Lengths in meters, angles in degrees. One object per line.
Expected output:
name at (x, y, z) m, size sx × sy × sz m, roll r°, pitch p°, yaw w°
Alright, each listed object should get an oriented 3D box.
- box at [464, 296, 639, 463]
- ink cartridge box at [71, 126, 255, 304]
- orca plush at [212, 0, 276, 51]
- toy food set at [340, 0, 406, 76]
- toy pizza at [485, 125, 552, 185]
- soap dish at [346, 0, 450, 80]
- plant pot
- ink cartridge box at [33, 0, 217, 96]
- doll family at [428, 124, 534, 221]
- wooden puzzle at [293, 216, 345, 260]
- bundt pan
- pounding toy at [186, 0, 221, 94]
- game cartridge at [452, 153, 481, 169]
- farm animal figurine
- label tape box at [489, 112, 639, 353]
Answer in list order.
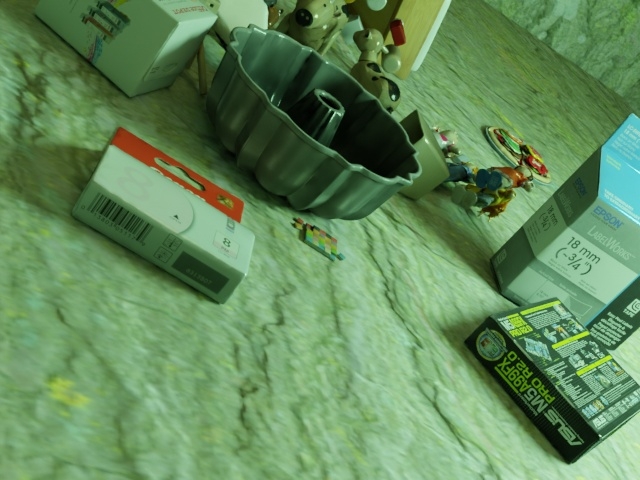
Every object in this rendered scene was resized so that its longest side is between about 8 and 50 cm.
box at (0.348, 0.189, 1.353) m, size 0.216 × 0.060 × 0.270 m, roll 49°, pitch 26°, yaw 20°
ink cartridge box at (-0.160, -0.052, 1.057) m, size 0.189 × 0.066 × 0.232 m, roll 32°, pitch 30°, yaw -16°
orca plush at (-0.171, -0.409, 1.500) m, size 0.151 × 0.102 × 0.287 m, roll -33°, pitch 92°, yaw -27°
toy food set at (0.105, -0.410, 1.840) m, size 0.104 × 0.111 × 0.232 m, roll -82°, pitch 152°, yaw -63°
toy pizza at (0.468, -0.205, 2.197) m, size 0.201 × 0.032 × 0.201 m, roll 31°, pitch 27°, yaw -18°
soap dish at (0.154, -0.535, 2.102) m, size 0.118 × 0.229 × 0.291 m, roll 1°, pitch 43°, yaw -30°
plant pot at (0.155, -0.134, 1.576) m, size 0.096 × 0.109 × 0.109 m, roll 42°, pitch 22°, yaw -25°
ink cartridge box at (-0.254, -0.298, 1.245) m, size 0.176 × 0.127 × 0.128 m, roll 42°, pitch 25°, yaw 2°
doll family at (0.262, -0.114, 1.705) m, size 0.263 × 0.118 × 0.163 m, roll 34°, pitch 25°, yaw 32°
wooden puzzle at (0.000, 0.000, 1.246) m, size 0.083 × 0.006 × 0.049 m, roll 33°, pitch 26°, yaw -15°
bundt pan at (-0.021, -0.152, 1.330) m, size 0.331 × 0.124 × 0.331 m, roll 31°, pitch 27°, yaw -17°
pounding toy at (-0.196, -0.309, 1.362) m, size 0.100 × 0.130 × 0.141 m, roll 16°, pitch 29°, yaw -29°
game cartridge at (0.303, -0.140, 1.884) m, size 0.083 × 0.017 × 0.056 m, roll 44°, pitch 29°, yaw 9°
farm animal figurine at (0.000, -0.361, 1.644) m, size 0.330 × 0.172 × 0.327 m, roll 32°, pitch 26°, yaw -17°
label tape box at (0.476, 0.001, 1.511) m, size 0.240 × 0.333 × 0.106 m, roll 31°, pitch 27°, yaw -19°
